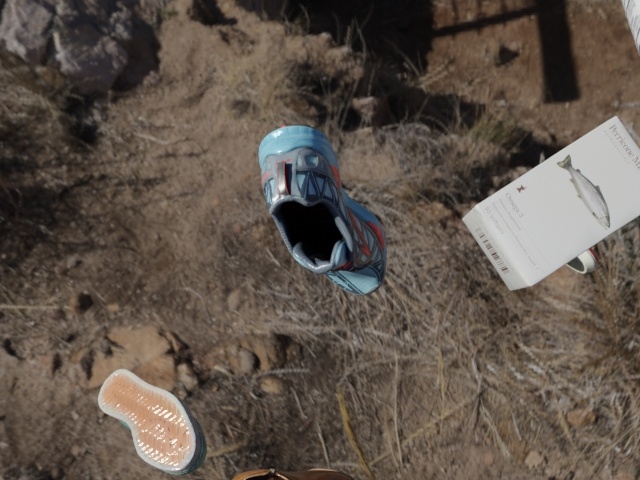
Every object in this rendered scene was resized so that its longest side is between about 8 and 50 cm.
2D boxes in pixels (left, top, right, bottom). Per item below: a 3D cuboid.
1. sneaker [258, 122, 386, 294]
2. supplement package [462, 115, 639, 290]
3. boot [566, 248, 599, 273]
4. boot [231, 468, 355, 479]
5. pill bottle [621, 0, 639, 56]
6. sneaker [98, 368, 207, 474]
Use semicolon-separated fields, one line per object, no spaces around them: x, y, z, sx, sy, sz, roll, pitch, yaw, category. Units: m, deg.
0.000;0.000;0.856;0.104;0.262;0.125;-17;46;19;sneaker
0.264;-0.036;0.839;0.179;0.105;0.105;-33;83;-2;supplement package
0.514;-0.059;1.529;0.176;0.088;0.244;-28;54;-7;boot
-0.029;0.351;1.062;0.197;0.152;0.073;-1;69;-11;boot
0.309;-0.191;0.598;0.130;0.130;0.246;-10;68;7;pill bottle
-0.259;0.310;1.288;0.302;0.121;0.108;23;75;50;sneaker
